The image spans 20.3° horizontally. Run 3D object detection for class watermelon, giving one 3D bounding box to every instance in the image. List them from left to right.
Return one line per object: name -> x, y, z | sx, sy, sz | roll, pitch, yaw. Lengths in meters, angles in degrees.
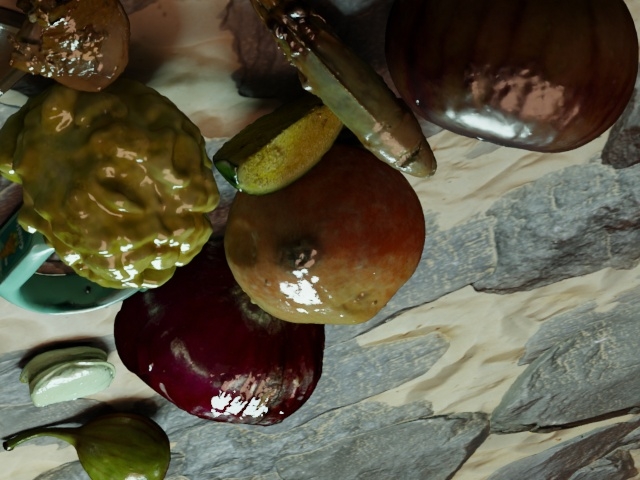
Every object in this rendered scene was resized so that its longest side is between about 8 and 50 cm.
watermelon -> -0.051, -0.106, 1.802 | 0.181, 0.075, 0.092 | -37, 153, -32

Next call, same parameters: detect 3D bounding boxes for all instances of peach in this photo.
peach -> 0.000, 0.000, 1.910 | 0.232, 0.232, 0.232 | -11, 154, -5

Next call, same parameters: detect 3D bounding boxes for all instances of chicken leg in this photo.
chicken leg -> -0.231, -0.210, 1.551 | 0.101, 0.085, 0.207 | -5, 146, 10

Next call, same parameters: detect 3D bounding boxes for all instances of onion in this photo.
onion -> -0.119, 0.119, 2.109 | 0.206, 0.207, 0.216 | 2, 144, -34

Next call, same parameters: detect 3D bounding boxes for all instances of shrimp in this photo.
shrimp -> 0.022, -0.159, 1.717 | 0.061, 0.145, 0.267 | -43, 121, 13

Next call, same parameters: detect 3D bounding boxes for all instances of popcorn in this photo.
popcorn -> -0.207, -0.062, 1.718 | 0.181, 0.217, 0.235 | -47, 121, -10

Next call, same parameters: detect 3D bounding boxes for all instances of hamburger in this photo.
hamburger -> -0.316, 0.165, 2.275 | 0.121, 0.054, 0.084 | -4, 148, -23

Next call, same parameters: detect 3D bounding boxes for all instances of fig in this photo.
fig -> -0.323, 0.285, 2.479 | 0.236, 0.124, 0.124 | 11, 154, 6
fig -> 0.179, -0.182, 1.666 | 0.235, 0.214, 0.235 | -11, 180, 0

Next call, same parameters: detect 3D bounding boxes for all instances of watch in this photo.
watch -> -0.260, 0.013, 1.980 | 0.195, 0.068, 0.237 | 4, 150, -32

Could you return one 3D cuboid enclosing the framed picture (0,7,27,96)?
framed picture -> -0.420, -0.138, 1.661 | 0.232, 0.024, 0.315 | 14, 142, -43
